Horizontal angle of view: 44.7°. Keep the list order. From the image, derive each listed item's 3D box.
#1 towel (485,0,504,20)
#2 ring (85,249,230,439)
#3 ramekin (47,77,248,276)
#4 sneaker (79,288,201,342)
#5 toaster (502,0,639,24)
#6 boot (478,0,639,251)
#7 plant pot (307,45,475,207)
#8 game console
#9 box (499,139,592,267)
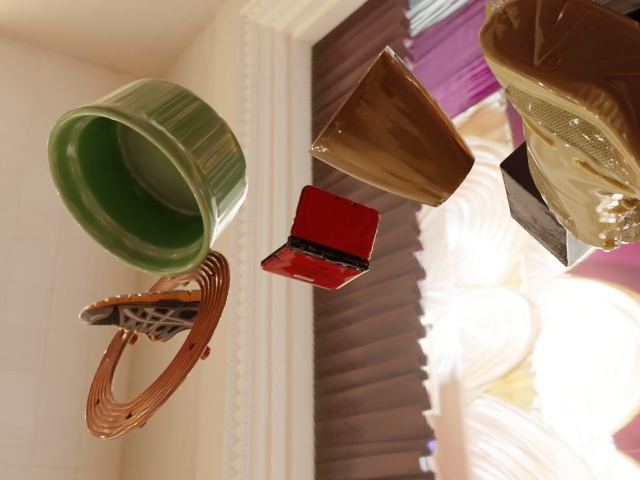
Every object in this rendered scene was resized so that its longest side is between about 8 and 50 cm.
[{"bbox_3d":[0.264,-0.335,1.180,0.009,0.083,0.060,4,-76,-10],"label":"towel"},{"bbox_3d":[-0.250,0.160,1.217,0.032,0.337,0.336,38,-128,-26],"label":"ring"},{"bbox_3d":[-0.262,-0.105,1.229,0.303,0.303,0.148,49,-134,-12],"label":"ramekin"},{"bbox_3d":[-0.264,0.120,1.215,0.215,0.084,0.083,-2,-90,-16],"label":"sneaker"},{"bbox_3d":[0.253,-0.212,0.640,0.168,0.186,0.110,56,-133,-20],"label":"toaster"},{"bbox_3d":[0.232,-0.045,0.546,0.095,0.262,0.203,-44,-36,-4],"label":"boot"},{"bbox_3d":[0.146,-0.180,1.416,0.254,0.237,0.237,37,-129,-4],"label":"plant pot"},{"bbox_3d":[0.000,0.000,1.134,0.144,0.124,0.085,18,-127,-33],"label":"game console"},{"bbox_3d":[0.519,-0.140,1.503,0.183,0.296,0.294,47,180,24],"label":"box"}]
